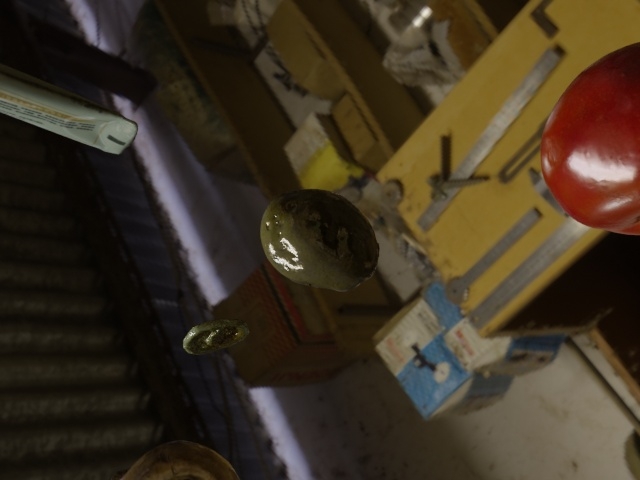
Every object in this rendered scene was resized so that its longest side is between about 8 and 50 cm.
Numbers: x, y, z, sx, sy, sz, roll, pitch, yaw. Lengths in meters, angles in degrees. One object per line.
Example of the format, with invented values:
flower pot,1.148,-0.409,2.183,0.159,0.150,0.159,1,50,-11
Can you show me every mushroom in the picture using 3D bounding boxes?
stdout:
mushroom,-0.253,0.475,1.560,0.255,0.255,0.184,37,-171,-9

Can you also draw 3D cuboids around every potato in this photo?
potato,0.000,0.000,1.674,0.235,0.178,0.160,36,-156,6

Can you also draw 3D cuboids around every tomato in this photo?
tomato,0.266,-0.078,0.670,0.195,0.195,0.136,14,-106,-38

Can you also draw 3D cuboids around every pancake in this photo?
pancake,-0.154,0.140,1.304,0.108,0.108,0.017,6,-126,-45

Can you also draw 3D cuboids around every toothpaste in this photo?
toothpaste,-0.270,-0.125,0.703,0.255,0.067,0.037,21,-116,-22
